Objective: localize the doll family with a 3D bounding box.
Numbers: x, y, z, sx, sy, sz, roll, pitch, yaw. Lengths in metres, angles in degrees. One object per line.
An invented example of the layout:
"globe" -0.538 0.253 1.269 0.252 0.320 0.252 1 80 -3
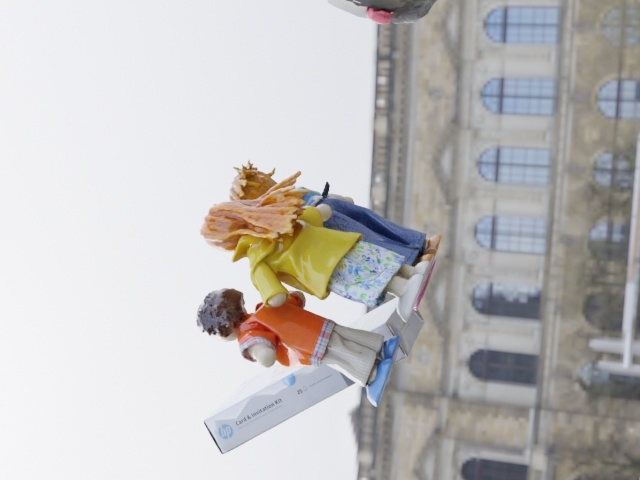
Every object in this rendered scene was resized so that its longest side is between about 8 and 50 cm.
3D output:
"doll family" 0.000 0.000 0.791 0.263 0.163 0.118 -52 -20 -68

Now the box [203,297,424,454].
"box" -0.001 0.116 0.979 0.038 0.186 0.145 59 -166 0

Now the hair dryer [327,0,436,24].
"hair dryer" 0.012 -0.200 0.228 0.224 0.080 0.293 70 156 12
